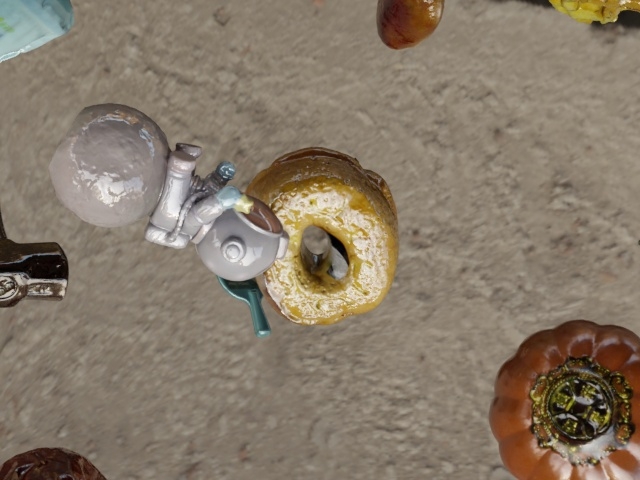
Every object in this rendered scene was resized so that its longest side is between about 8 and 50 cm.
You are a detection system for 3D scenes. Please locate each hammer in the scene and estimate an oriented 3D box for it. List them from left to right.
[{"bbox_3d":[-0.589,-0.039,1.824,0.242,0.095,0.409,0,37,-24],"label":"hammer"}]

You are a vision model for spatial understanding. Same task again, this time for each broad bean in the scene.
[{"bbox_3d":[0.134,-0.353,1.543,0.084,0.165,0.114,-39,83,-26],"label":"broad bean"}]

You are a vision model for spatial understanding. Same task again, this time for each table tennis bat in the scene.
[{"bbox_3d":[-0.134,0.089,1.985,0.124,0.033,0.201,-8,72,-29],"label":"table tennis bat"}]

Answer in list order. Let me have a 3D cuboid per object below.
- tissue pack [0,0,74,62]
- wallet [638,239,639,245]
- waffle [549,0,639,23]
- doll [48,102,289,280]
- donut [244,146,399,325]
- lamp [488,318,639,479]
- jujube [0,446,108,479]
[{"bbox_3d":[-0.246,-0.228,0.624,0.089,0.263,0.177,-23,84,3],"label":"tissue pack"},{"bbox_3d":[0.634,0.031,1.670,0.160,0.236,0.055,13,101,-13],"label":"wallet"},{"bbox_3d":[0.299,-0.251,0.927,0.291,0.291,0.051,19,76,-15],"label":"waffle"},{"bbox_3d":[-0.168,-0.045,1.212,0.287,0.151,0.151,30,69,-11],"label":"doll"},{"bbox_3d":[0.000,0.000,1.843,0.317,0.150,0.299,37,110,-22],"label":"donut"},{"bbox_3d":[0.306,0.201,1.205,0.223,0.196,0.223,-5,76,18],"label":"lamp"},{"bbox_3d":[-0.310,0.338,1.148,0.174,0.174,0.250,32,27,-11],"label":"jujube"}]
